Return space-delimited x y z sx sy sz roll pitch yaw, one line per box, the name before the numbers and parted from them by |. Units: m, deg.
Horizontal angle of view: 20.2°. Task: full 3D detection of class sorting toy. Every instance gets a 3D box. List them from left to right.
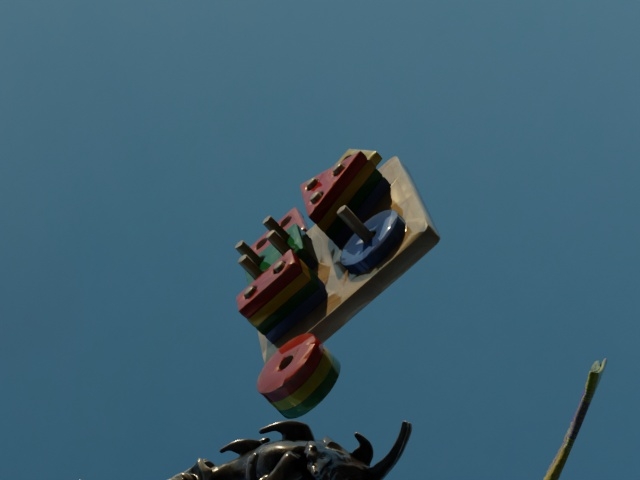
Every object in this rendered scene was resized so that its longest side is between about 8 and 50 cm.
sorting toy | 0.000 0.000 1.130 0.046 0.132 0.274 45 -169 -20

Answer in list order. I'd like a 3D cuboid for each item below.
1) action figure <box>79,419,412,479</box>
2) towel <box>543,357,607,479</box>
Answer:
action figure | -0.060 0.205 1.232 0.275 0.164 0.141 -14 -91 4
towel | 0.161 0.116 1.142 0.009 0.060 0.083 23 -79 10
